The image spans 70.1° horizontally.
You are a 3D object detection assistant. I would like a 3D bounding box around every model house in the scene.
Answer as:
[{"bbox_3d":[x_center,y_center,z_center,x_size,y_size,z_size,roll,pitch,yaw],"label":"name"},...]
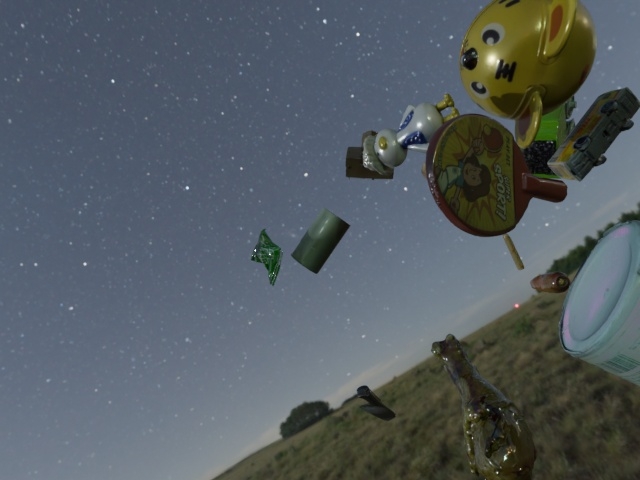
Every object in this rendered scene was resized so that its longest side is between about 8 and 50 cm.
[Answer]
[{"bbox_3d":[0.184,-0.316,1.662,0.181,0.176,0.248,4,2,5],"label":"model house"}]

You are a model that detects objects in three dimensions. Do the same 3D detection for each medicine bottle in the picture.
[{"bbox_3d":[0.573,0.130,0.710,0.244,0.290,0.245,-61,-12,-24],"label":"medicine bottle"}]

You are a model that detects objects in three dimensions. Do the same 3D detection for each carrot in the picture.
[{"bbox_3d":[0.497,0.096,1.006,0.047,0.047,0.191,-31,-11,2],"label":"carrot"}]

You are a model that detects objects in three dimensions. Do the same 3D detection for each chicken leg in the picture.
[{"bbox_3d":[0.361,0.377,1.000,0.140,0.211,0.361,-16,20,5],"label":"chicken leg"}]

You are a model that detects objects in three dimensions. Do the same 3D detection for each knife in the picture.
[{"bbox_3d":[0.130,0.399,1.090,0.060,0.028,0.230,-19,-41,17],"label":"knife"}]

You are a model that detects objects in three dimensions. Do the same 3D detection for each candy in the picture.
[{"bbox_3d":[-0.184,0.054,1.650,0.078,0.203,0.141,-10,-59,-25],"label":"candy"}]

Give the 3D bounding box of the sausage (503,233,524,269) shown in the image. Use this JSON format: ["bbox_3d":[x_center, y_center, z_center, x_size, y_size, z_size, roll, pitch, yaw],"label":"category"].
[{"bbox_3d":[0.642,0.037,1.518,0.024,0.132,0.024,-25,2,1],"label":"sausage"}]

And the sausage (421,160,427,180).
[{"bbox_3d":[0.404,-0.160,1.440,0.066,0.065,0.301,-37,-45,18],"label":"sausage"}]

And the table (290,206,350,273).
[{"bbox_3d":[0.000,0.000,1.697,0.219,0.126,0.126,-55,-23,4],"label":"table"}]

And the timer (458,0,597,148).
[{"bbox_3d":[0.542,-0.475,1.198,0.377,0.386,0.375,4,-52,6],"label":"timer"}]

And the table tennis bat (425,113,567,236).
[{"bbox_3d":[0.395,-0.135,1.008,0.415,0.267,0.051,6,-9,-28],"label":"table tennis bat"}]

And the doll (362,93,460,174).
[{"bbox_3d":[0.218,-0.263,1.168,0.119,0.138,0.293,-8,-15,-47],"label":"doll"}]

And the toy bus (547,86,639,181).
[{"bbox_3d":[0.741,-0.285,1.238,0.268,0.092,0.106,-52,18,-1],"label":"toy bus"}]

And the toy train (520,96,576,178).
[{"bbox_3d":[0.808,-0.387,1.638,0.248,0.174,0.307,-61,-40,-23],"label":"toy train"}]
